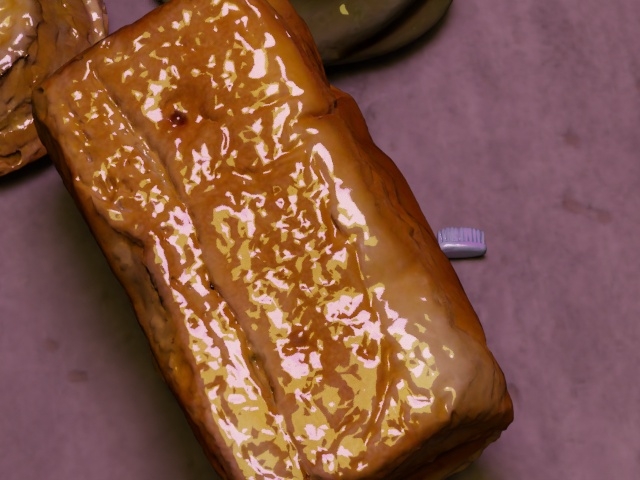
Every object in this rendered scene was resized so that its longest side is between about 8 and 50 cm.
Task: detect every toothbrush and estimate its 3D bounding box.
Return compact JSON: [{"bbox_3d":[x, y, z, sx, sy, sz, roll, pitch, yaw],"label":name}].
[{"bbox_3d":[0.000,0.000,1.031,0.193,0.013,0.019,1,58,-1],"label":"toothbrush"}]

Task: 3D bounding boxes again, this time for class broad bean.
[{"bbox_3d":[-0.018,-0.177,1.095,0.207,0.072,0.153,13,62,18],"label":"broad bean"}]

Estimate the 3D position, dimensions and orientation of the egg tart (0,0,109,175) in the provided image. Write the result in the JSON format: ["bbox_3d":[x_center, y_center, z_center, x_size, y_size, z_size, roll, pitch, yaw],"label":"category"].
[{"bbox_3d":[-0.217,-0.121,1.055,0.191,0.074,0.191,1,66,-2],"label":"egg tart"}]

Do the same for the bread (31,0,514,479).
[{"bbox_3d":[-0.025,0.007,0.950,0.167,0.132,0.294,-27,74,-9],"label":"bread"}]
